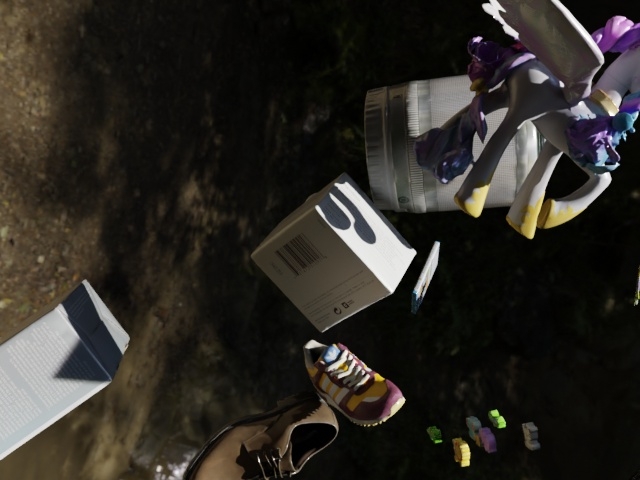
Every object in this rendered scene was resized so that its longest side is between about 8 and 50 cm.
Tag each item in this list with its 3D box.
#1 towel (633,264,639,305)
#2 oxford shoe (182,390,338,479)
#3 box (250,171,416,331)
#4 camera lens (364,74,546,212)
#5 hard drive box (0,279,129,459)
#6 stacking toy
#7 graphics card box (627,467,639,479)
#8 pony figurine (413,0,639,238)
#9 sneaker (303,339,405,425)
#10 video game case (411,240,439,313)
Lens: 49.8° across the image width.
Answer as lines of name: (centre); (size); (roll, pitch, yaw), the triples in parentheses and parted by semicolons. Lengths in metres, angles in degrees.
towel: (0.705, 0.098, 1.527); (0.060, 0.009, 0.083); (49, 53, -61)
oxford shoe: (-0.079, 0.286, 0.933); (0.096, 0.227, 0.083); (33, -33, 60)
box: (0.020, 0.022, 1.112); (0.181, 0.182, 0.119); (-35, -169, 42)
camera lens: (0.222, -0.158, 1.138); (0.219, 0.274, 0.220); (-4, 90, -79)
hard drive box: (-0.321, 0.151, 0.695); (0.089, 0.232, 0.181); (56, -5, -10)
stacking toy: (0.331, 0.399, 1.435); (0.221, 0.166, 0.052); (180, -99, -81)
graphics card box: (0.722, 0.524, 1.355); (0.233, 0.094, 0.371); (-45, 174, -1)
pony figurine: (0.294, -0.203, 0.926); (0.363, 0.351, 0.303); (-52, -168, 24)
sneaker: (0.034, 0.185, 0.924); (0.069, 0.185, 0.084); (-37, 111, -26)
video game case: (0.277, 0.099, 1.823); (0.119, 0.015, 0.166); (81, 33, -58)
